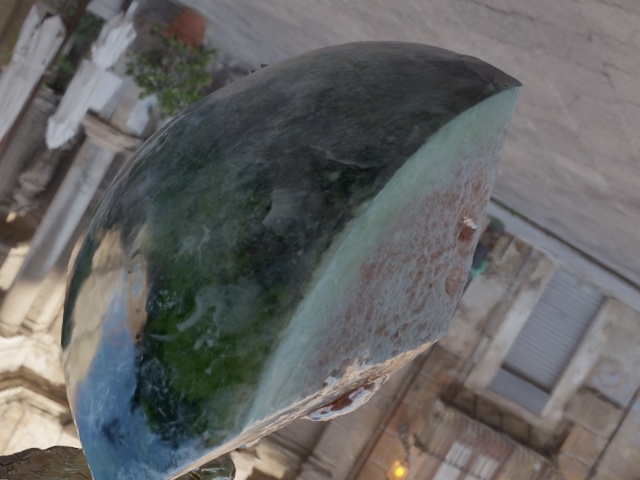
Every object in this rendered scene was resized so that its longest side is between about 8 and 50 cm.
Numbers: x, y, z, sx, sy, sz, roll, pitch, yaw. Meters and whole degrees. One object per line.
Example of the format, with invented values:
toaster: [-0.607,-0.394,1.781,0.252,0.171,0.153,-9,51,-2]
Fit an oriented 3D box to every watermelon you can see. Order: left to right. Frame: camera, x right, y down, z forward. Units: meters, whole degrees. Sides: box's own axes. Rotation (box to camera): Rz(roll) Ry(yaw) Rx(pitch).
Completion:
watermelon: [0.000,0.000,0.468,0.214,0.289,0.320,51,-171,-26]

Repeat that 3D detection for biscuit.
biscuit: [-0.226,0.314,0.941,0.335,0.078,0.329,10,179,-43]
